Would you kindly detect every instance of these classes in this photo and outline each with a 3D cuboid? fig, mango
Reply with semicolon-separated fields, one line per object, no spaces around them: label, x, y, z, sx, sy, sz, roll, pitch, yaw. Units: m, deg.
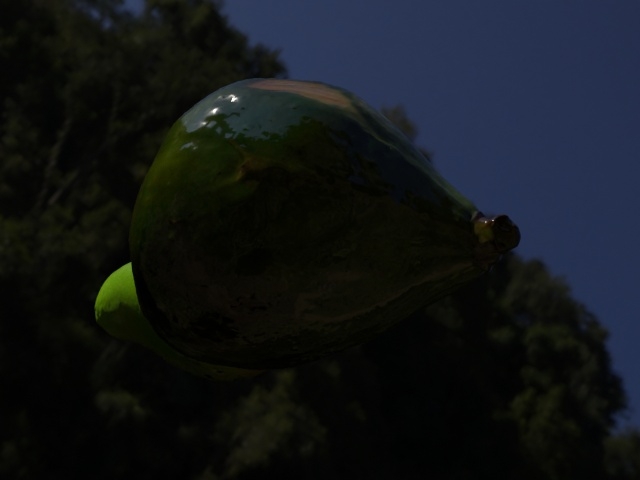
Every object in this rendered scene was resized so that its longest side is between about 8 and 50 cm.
fig;0.000;0.000;0.894;0.245;0.195;0.195;15;-37;14
mango;-0.112;0.070;1.341;0.233;0.111;0.125;-4;-79;34
